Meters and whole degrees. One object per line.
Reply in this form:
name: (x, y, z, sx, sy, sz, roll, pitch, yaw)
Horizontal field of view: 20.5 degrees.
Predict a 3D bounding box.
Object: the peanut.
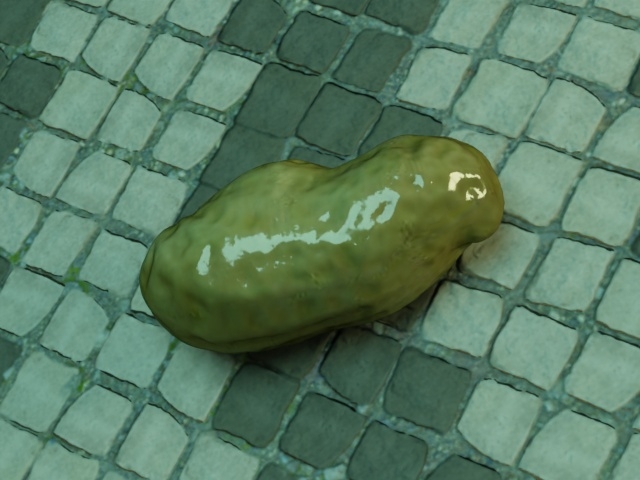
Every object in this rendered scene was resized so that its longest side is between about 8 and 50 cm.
peanut: (0.000, 0.000, 1.819, 0.387, 0.169, 0.192, -17, 54, 10)
